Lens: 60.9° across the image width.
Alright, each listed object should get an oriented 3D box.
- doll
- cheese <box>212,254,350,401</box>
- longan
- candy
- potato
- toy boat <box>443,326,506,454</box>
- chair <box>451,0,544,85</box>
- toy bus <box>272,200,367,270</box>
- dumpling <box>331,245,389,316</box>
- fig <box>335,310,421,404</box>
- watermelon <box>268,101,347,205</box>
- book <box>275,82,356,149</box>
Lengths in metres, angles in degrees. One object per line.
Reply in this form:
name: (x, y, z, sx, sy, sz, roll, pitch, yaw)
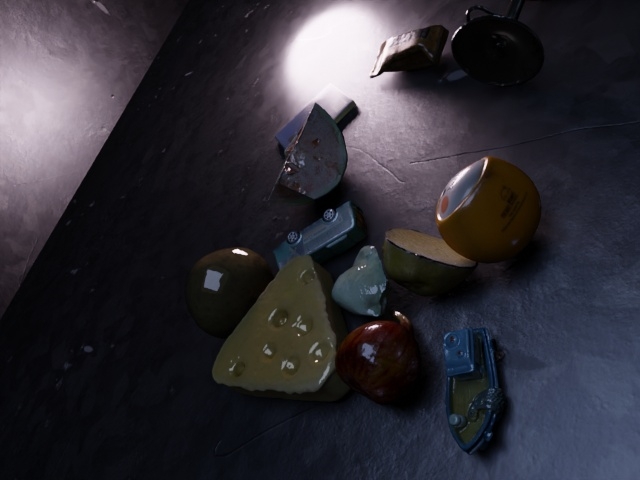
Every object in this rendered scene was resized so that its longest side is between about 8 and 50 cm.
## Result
doll: (0.333, -0.055, 1.131, 0.213, 0.213, 0.236, -56, 5, -9)
cheese: (-0.054, 0.246, 1.279, 0.384, 0.104, 0.383, -24, 45, 27)
longan: (-0.246, 0.139, 1.460, 0.246, 0.215, 0.245, -1, 87, 16)
candy: (0.261, -0.569, 1.643, 0.271, 0.101, 0.143, 5, 69, 50)
potato: (0.221, 0.060, 1.170, 0.202, 0.182, 0.117, 19, 107, 12)
toy boat: (0.269, 0.265, 0.988, 0.109, 0.098, 0.237, -19, 49, 34)
chair: (0.503, -0.613, 1.369, 0.227, 0.226, 0.400, 8, 64, 44)
toy bus: (0.000, 0.000, 1.441, 0.262, 0.091, 0.109, -32, 54, 20)
dumpling: (0.102, 0.101, 1.243, 0.149, 0.105, 0.217, -53, 18, -14)
fig: (0.138, 0.222, 1.102, 0.207, 0.175, 0.175, -40, 37, -21)
watermelon: (-0.035, -0.240, 1.582, 0.224, 0.180, 0.305, 5, 61, 27)
book: (-0.022, -0.396, 1.810, 0.269, 0.025, 0.191, -43, 40, 6)
